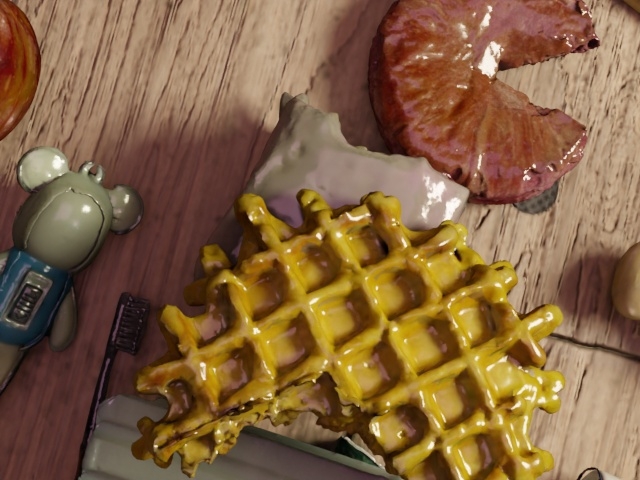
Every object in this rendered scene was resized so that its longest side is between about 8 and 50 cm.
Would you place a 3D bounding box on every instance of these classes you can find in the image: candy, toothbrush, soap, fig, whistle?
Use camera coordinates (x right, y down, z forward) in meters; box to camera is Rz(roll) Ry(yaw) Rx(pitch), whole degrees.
[{"bbox_3d":[0.000,0.000,0.822,0.185,0.137,0.195,30,88,1],"label":"candy"},{"bbox_3d":[-0.197,0.202,0.858,0.031,0.023,0.320,14,86,9],"label":"toothbrush"},{"bbox_3d":[-0.072,0.218,0.782,0.262,0.094,0.150,13,81,24],"label":"soap"},{"bbox_3d":[-0.328,-0.122,0.823,0.175,0.175,0.207,28,100,1],"label":"fig"},{"bbox_3d":[-0.245,0.038,0.848,0.114,0.077,0.235,28,92,-27],"label":"whistle"}]

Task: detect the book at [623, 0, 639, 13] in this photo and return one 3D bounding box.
[{"bbox_3d":[0.278,-0.309,0.905,0.231,0.026,0.161,38,86,2],"label":"book"}]

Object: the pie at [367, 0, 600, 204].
[{"bbox_3d":[0.144,-0.140,0.875,0.205,0.054,0.218,-6,85,-2],"label":"pie"}]

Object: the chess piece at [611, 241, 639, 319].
[{"bbox_3d":[0.399,0.069,0.842,0.307,0.124,0.138,20,115,4],"label":"chess piece"}]

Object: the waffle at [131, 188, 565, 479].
[{"bbox_3d":[0.031,0.087,0.693,0.293,0.069,0.259,24,72,2],"label":"waffle"}]

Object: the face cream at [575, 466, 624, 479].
[{"bbox_3d":[0.325,0.266,0.849,0.244,0.058,0.092,25,81,-5],"label":"face cream"}]

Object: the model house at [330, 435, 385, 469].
[{"bbox_3d":[0.025,0.229,0.827,0.101,0.088,0.100,41,84,2],"label":"model house"}]
